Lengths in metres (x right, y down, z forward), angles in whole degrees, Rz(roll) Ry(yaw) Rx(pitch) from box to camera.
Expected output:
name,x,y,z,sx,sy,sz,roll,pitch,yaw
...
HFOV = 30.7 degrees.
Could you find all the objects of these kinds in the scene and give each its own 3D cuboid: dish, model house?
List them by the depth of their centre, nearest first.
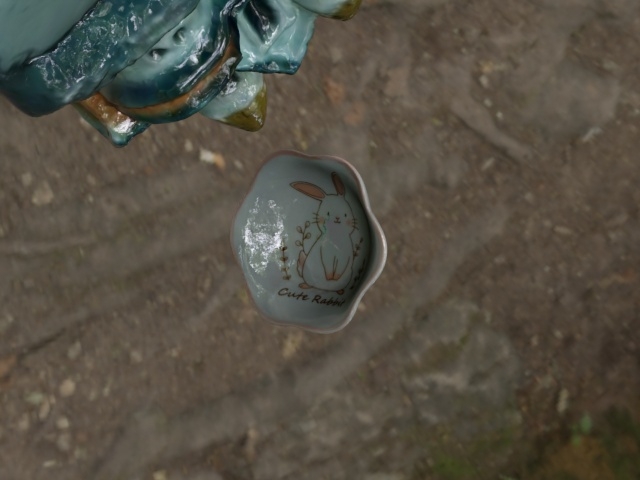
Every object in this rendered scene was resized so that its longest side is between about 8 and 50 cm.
name,x,y,z,sx,sy,sz,roll,pitch,yaw
model house,-0.085,-0.149,0.790,0.253,0.184,0.291,-48,145,-4
dish,0.000,0.000,1.403,0.081,0.229,0.229,-6,126,-53
